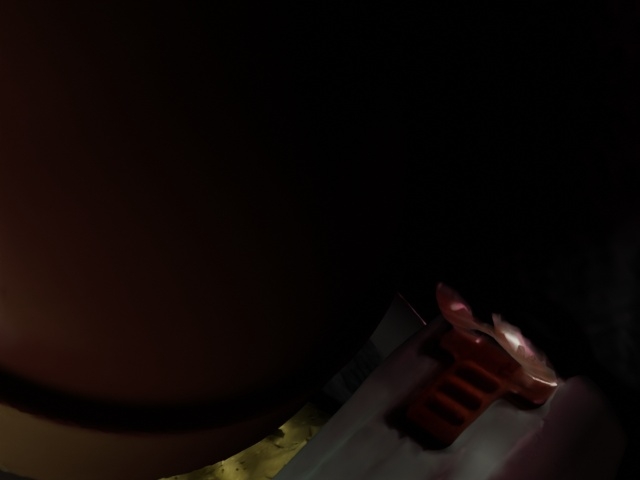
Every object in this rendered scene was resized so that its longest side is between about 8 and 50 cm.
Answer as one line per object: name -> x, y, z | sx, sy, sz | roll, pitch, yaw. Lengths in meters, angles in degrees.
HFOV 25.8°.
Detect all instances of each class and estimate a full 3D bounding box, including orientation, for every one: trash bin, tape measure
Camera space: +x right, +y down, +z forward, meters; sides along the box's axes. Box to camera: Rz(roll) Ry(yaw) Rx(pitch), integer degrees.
trash bin -> -0.095, -0.007, 0.484 | 0.214, 0.214, 0.334 | 52, 145, 5
tape measure -> 0.037, 0.184, 0.532 | 0.246, 0.243, 0.125 | 54, 167, -30

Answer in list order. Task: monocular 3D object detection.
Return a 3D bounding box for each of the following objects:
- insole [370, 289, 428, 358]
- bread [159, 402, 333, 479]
insole -> 0.000, 0.000, 0.652 | 0.253, 0.005, 0.086 | 49, 163, 14
bread -> 0.018, 0.191, 0.896 | 0.248, 0.279, 0.315 | 63, -156, -27
